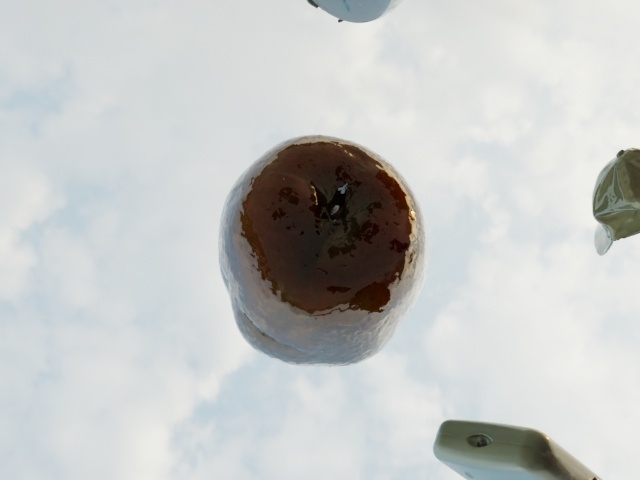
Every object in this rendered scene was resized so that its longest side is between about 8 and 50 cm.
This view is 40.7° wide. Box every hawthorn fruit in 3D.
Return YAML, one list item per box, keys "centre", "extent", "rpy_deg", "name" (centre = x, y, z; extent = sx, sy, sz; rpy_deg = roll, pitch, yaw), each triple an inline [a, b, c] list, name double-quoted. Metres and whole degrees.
- centre: [0.000, 0.000, 1.032]
  extent: [0.267, 0.301, 0.268]
  rpy_deg: [2, -120, -3]
  name: "hawthorn fruit"

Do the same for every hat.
- centre: [0.318, -0.051, 0.850]
  extent: [0.122, 0.166, 0.081]
  rpy_deg: [-37, -102, -7]
  name: "hat"

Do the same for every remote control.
- centre: [0.254, 0.271, 0.907]
  extent: [0.296, 0.140, 0.056]
  rpy_deg: [38, -115, -30]
  name: "remote control"

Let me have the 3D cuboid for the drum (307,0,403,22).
- centre: [-0.028, -0.278, 0.717]
  extent: [0.253, 0.130, 0.049]
  rpy_deg: [37, -119, 7]
  name: "drum"
